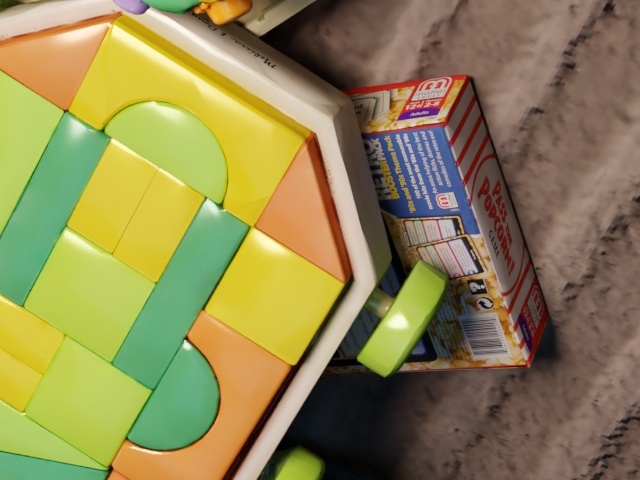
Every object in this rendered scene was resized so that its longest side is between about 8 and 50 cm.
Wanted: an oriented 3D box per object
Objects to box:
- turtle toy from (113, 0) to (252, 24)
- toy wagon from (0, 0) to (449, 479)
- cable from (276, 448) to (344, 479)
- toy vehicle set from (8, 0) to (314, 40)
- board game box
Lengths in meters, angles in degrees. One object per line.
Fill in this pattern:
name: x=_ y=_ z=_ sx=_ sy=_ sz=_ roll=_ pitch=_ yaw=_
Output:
turtle toy: x=-0.068 y=-0.132 z=0.732 sx=0.130 sy=0.095 sz=0.066 roll=10 pitch=150 yaw=17
toy wagon: x=-0.113 y=0.049 z=0.846 sx=0.267 sy=0.068 sz=0.344 roll=32 pitch=113 yaw=2
cable: x=-0.061 y=0.134 z=0.984 sx=0.287 sy=0.072 sz=0.139 roll=35 pitch=152 yaw=-10
toy vehicle set: x=-0.099 y=-0.148 z=0.809 sx=0.267 sy=0.035 sz=0.166 roll=-27 pitch=112 yaw=37
board game box: x=0.000 y=0.000 z=0.875 sx=0.193 sy=0.045 sz=0.147 roll=-5 pitch=124 yaw=26
